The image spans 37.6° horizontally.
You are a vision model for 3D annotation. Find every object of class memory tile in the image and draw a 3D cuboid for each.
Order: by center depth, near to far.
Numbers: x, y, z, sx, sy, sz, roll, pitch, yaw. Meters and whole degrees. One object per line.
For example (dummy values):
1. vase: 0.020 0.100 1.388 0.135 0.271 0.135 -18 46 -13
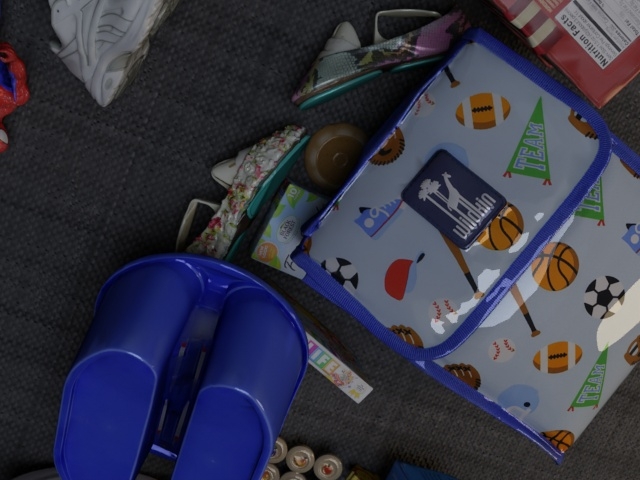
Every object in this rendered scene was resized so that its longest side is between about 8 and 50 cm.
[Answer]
1. memory tile: -0.053 0.305 1.192 0.148 0.012 0.113 17 101 0

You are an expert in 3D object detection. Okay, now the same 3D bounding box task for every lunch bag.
1. lunch bag: 0.203 0.005 1.038 0.385 0.239 0.328 38 94 -20

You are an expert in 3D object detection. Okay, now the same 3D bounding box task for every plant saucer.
1. plant saucer: 0.023 -0.095 1.091 0.083 0.015 0.083 -3 109 -10

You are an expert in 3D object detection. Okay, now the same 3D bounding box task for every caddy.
1. caddy: -0.151 0.166 1.035 0.241 0.179 0.341 19 130 -3

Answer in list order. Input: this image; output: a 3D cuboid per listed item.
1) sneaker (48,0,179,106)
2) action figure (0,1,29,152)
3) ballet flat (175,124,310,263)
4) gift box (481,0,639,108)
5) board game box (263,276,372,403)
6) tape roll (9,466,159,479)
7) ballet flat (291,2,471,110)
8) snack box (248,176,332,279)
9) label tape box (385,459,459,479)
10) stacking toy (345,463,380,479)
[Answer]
1. sneaker: -0.211 -0.230 0.917 0.115 0.090 0.232 35 137 -10
2. action figure: -0.346 -0.213 0.921 0.091 0.139 0.280 -7 112 -7
3. ballet flat: -0.104 -0.039 1.054 0.077 0.091 0.241 33 97 3
4. gift box: 0.270 -0.317 0.930 0.276 0.258 0.255 -41 111 13
5. board game box: -0.010 0.117 1.110 0.026 0.103 0.154 -45 111 6
6. tape roll: -0.254 0.370 1.053 0.286 0.286 0.100 12 106 -14
7. ballet flat: 0.063 -0.210 1.036 0.222 0.077 0.079 -19 93 -9
8. snack box: 0.000 0.000 1.106 0.141 0.037 0.100 25 101 -19
9. label tape box: 0.096 0.475 1.128 0.106 0.240 0.333 21 103 -21
10. stacking toy: 0.086 0.413 1.257 0.221 0.052 0.167 31 101 -19
